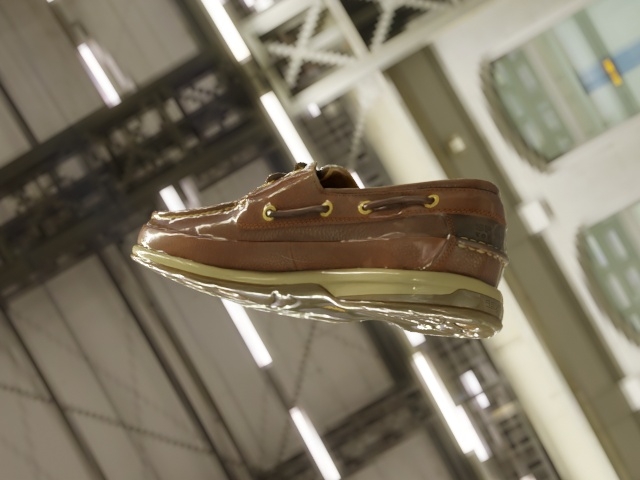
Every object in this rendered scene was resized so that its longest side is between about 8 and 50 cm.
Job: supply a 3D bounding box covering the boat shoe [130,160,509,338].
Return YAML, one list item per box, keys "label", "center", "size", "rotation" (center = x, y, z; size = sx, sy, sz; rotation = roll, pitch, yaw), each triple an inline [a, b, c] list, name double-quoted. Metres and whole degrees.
- label: "boat shoe"
  center: [0.000, 0.000, 0.675]
  size: [0.064, 0.178, 0.060]
  rotation: [23, -104, -50]
